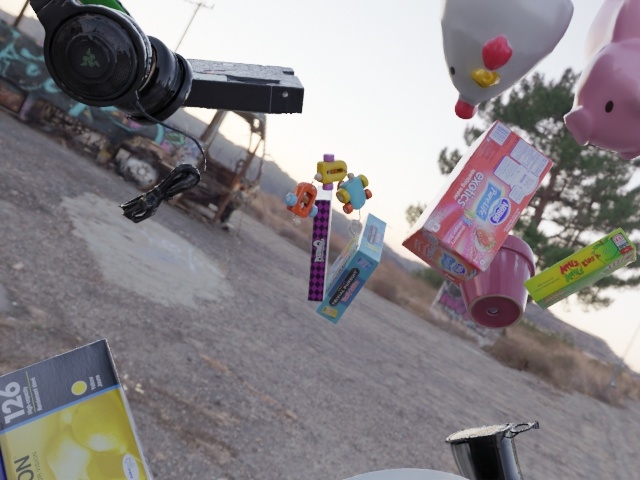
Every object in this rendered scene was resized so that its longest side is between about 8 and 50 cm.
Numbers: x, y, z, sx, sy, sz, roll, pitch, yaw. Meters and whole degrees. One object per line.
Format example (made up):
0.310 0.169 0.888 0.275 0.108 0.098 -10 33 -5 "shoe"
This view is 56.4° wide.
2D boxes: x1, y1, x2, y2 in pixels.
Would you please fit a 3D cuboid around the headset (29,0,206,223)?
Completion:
-0.302 -0.229 0.867 0.394 0.185 0.243 57 11 8 "headset"

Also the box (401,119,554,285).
0.323 -0.075 1.232 0.154 0.300 0.142 36 -18 1 "box"

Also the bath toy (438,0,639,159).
0.249 -0.112 0.443 0.348 0.129 0.151 19 26 5 "bath toy"

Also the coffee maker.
0.332 0.440 1.104 0.120 0.178 0.171 -7 -13 -35 "coffee maker"

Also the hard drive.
-0.214 -0.326 1.243 0.339 0.064 0.237 2 25 -12 "hard drive"

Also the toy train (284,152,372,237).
0.010 -0.070 0.951 0.166 0.125 0.046 22 0 -44 "toy train"

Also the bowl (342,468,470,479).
0.103 0.440 0.817 0.298 0.134 0.298 -8 3 0 "bowl"

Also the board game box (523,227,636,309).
0.453 0.053 1.043 0.092 0.181 0.043 28 32 -58 "board game box"

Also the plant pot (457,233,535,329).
0.427 0.110 1.467 0.201 0.201 0.180 28 42 -14 "plant pot"

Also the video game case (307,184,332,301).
0.000 0.000 1.388 0.042 0.232 0.210 4 14 1 "video game case"

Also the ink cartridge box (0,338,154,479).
-0.496 0.367 1.080 0.303 0.307 0.072 60 -21 26 "ink cartridge box"

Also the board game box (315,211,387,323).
0.105 0.079 1.925 0.079 0.253 0.336 32 23 -3 "board game box"
